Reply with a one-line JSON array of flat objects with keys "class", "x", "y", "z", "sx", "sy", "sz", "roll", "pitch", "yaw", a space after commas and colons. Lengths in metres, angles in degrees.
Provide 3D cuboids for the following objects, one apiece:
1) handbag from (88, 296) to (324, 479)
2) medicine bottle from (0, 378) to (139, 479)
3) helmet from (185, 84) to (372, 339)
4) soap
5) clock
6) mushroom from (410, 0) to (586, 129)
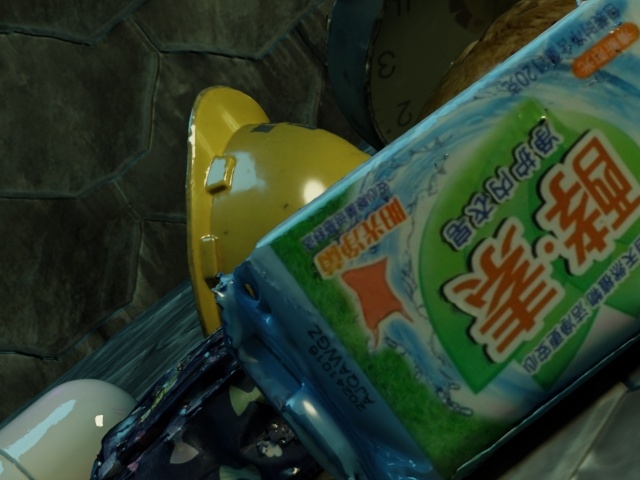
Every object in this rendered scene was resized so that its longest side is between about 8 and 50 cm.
[{"class": "handbag", "x": -0.065, "y": 0.128, "z": 0.868, "sx": 0.260, "sy": 0.113, "sz": 0.162, "roll": -44, "pitch": -2, "yaw": 13}, {"class": "medicine bottle", "x": -0.269, "y": 0.244, "z": 1.078, "sx": 0.341, "sy": 0.130, "sz": 0.130, "roll": -42, "pitch": 8, "yaw": -26}, {"class": "helmet", "x": 0.000, "y": 0.000, "z": 1.034, "sx": 0.140, "sy": 0.257, "sz": 0.205, "roll": -6, "pitch": -3, "yaw": 22}, {"class": "soap", "x": 0.096, "y": -0.001, "z": 0.672, "sx": 0.293, "sy": 0.156, "sz": 0.077, "roll": -38, "pitch": -5, "yaw": 0}, {"class": "clock", "x": 0.153, "y": -0.186, "z": 1.166, "sx": 0.312, "sy": 0.312, "sz": 0.061, "roll": -38, "pitch": 45, "yaw": -2}, {"class": "mushroom", "x": 0.179, "y": -0.112, "z": 1.057, "sx": 0.278, "sy": 0.146, "sz": 0.278, "roll": -36, "pitch": -1, "yaw": -1}]
